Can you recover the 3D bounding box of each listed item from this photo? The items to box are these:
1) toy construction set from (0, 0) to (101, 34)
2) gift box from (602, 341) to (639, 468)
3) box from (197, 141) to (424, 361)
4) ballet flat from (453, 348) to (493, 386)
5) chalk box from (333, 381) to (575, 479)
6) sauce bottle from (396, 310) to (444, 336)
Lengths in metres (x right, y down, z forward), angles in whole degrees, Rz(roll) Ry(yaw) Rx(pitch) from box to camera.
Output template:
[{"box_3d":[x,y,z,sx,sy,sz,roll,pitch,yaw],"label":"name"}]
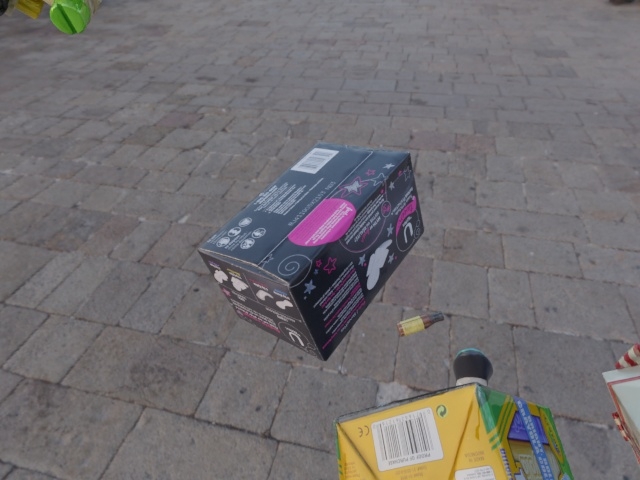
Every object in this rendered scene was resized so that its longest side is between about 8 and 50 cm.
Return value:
[{"box_3d":[-0.279,-0.306,0.338,0.215,0.327,0.151,-31,35,33],"label":"toy construction set"},{"box_3d":[0.654,0.314,0.723,0.255,0.277,0.258,-17,3,21],"label":"gift box"},{"box_3d":[0.000,0.000,0.571,0.163,0.142,0.247,16,50,38],"label":"box"},{"box_3d":[0.283,0.268,0.808,0.074,0.203,0.074,-8,53,11],"label":"ballet flat"},{"box_3d":[0.177,0.285,0.485,0.180,0.289,0.179,-29,51,31],"label":"chalk box"},{"box_3d":[0.271,0.225,1.185,0.128,0.042,0.042,-17,39,1],"label":"sauce bottle"}]
